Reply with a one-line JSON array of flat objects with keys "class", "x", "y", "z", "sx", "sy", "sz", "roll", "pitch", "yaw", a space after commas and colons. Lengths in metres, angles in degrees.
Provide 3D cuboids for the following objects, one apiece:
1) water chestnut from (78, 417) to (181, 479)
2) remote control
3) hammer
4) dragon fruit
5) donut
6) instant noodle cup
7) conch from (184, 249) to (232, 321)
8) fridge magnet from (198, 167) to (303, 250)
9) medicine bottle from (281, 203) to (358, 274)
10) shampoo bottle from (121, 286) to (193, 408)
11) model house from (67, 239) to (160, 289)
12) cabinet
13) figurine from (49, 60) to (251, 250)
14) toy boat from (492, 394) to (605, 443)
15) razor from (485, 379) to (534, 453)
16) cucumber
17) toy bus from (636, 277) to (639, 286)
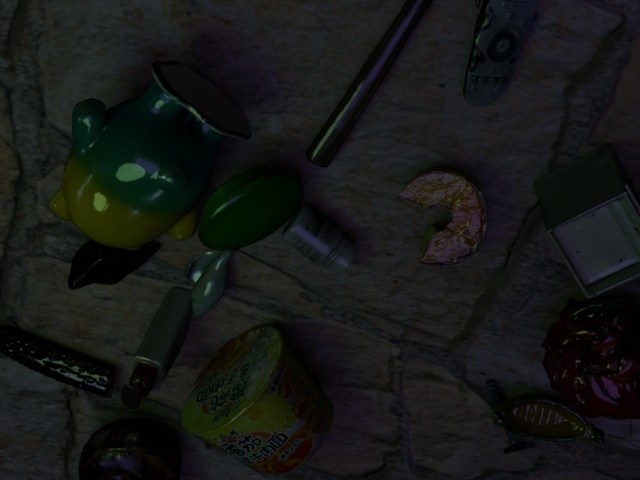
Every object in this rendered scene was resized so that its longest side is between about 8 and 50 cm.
[{"class": "water chestnut", "x": -0.409, "y": 0.495, "z": 1.747, "sx": 0.224, "sy": 0.238, "sz": 0.223, "roll": 0, "pitch": 124, "yaw": 0}, {"class": "remote control", "x": 0.285, "y": -0.333, "z": 1.305, "sx": 0.098, "sy": 0.045, "sz": 0.256, "roll": 0, "pitch": 123, "yaw": -22}, {"class": "hammer", "x": 0.100, "y": -0.304, "z": 1.359, "sx": 0.168, "sy": 0.044, "sz": 0.440, "roll": 32, "pitch": 118, "yaw": -6}, {"class": "dragon fruit", "x": 0.520, "y": 0.233, "z": 1.456, "sx": 0.234, "sy": 0.234, "sz": 0.293, "roll": -24, "pitch": 103, "yaw": 20}, {"class": "donut", "x": 0.226, "y": -0.049, "z": 1.451, "sx": 0.146, "sy": 0.078, "sz": 0.181, "roll": -15, "pitch": 107, "yaw": 15}, {"class": "instant noodle cup", "x": -0.112, "y": 0.329, "z": 1.606, "sx": 0.264, "sy": 0.264, "sz": 0.200, "roll": -32, "pitch": 115, "yaw": 22}, {"class": "conch", "x": -0.222, "y": 0.083, "z": 1.603, "sx": 0.065, "sy": 0.088, "sz": 0.180, "roll": 6, "pitch": 117, "yaw": -45}, {"class": "fridge magnet", "x": -0.126, "y": -0.055, "z": 1.451, "sx": 0.208, "sy": 0.208, "sz": 0.088, "roll": -40, "pitch": 69, "yaw": 24}, {"class": "medicine bottle", "x": 0.000, "y": 0.000, "z": 1.507, "sx": 0.130, "sy": 0.080, "sz": 0.080, "roll": 36, "pitch": 117, "yaw": -10}, {"class": "shampoo bottle", "x": -0.318, "y": 0.225, "z": 1.560, "sx": 0.071, "sy": 0.284, "sz": 0.153, "roll": 18, "pitch": 120, "yaw": -3}, {"class": "model house", "x": -0.419, "y": 0.049, "z": 1.564, "sx": 0.165, "sy": 0.152, "sz": 0.106, "roll": -41, "pitch": 98, "yaw": 23}, {"class": "cabinet", "x": 0.459, "y": -0.036, "z": 1.342, "sx": 0.150, "sy": 0.206, "sz": 0.145, "roll": -28, "pitch": 109, "yaw": 21}, {"class": "figurine", "x": -0.301, "y": -0.125, "z": 1.405, "sx": 0.324, "sy": 0.231, "sz": 0.340, "roll": 26, "pitch": 117, "yaw": -37}, {"class": "toy boat", "x": 0.439, "y": 0.353, "z": 1.600, "sx": 0.230, "sy": 0.088, "sz": 0.088, "roll": 9, "pitch": 103, "yaw": -6}, {"class": "razor", "x": 0.376, "y": 0.362, "z": 1.657, "sx": 0.066, "sy": 0.033, "sz": 0.190, "roll": -19, "pitch": 112, "yaw": 17}, {"class": "cucumber", "x": -0.576, "y": 0.255, "z": 1.738, "sx": 0.300, "sy": 0.072, "sz": 0.072, "roll": 21, "pitch": 118, "yaw": -1}, {"class": "toy bus", "x": 0.632, "y": 0.016, "z": 1.423, "sx": 0.075, "sy": 0.064, "sz": 0.190, "roll": 27, "pitch": 118, "yaw": -11}]
